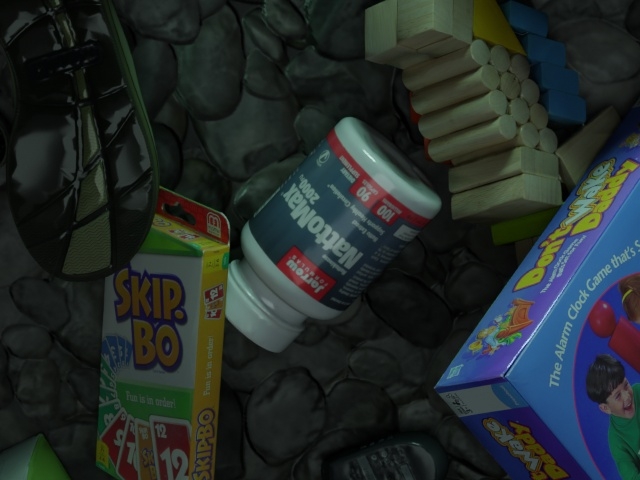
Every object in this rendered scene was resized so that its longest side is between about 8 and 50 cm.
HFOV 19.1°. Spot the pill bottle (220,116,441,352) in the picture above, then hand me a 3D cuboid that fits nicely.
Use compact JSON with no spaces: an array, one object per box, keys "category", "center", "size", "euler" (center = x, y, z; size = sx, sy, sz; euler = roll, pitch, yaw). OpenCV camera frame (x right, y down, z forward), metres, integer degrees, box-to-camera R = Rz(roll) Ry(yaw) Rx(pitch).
[{"category":"pill bottle","center":[0.000,0.000,1.516],"size":[0.108,0.108,0.180],"euler":[39,104,-13]}]

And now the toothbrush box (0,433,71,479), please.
[{"category":"toothbrush box","center":[-0.263,0.342,1.624],"size":[0.206,0.122,0.283],"euler":[-27,107,8]}]

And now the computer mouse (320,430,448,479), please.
[{"category":"computer mouse","center":[-0.003,0.221,1.636],"size":[0.242,0.041,0.071],"euler":[-19,100,13]}]

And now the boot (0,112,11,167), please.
[{"category":"boot","center":[-0.353,-0.017,1.466],"size":[0.236,0.178,0.085],"euler":[-29,107,8]}]

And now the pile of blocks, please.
[{"category":"pile of blocks","center":[0.148,-0.075,1.509],"size":[0.113,0.149,0.362],"euler":[-16,104,50]}]

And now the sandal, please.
[{"category":"sandal","center":[-0.190,-0.119,1.490],"size":[0.120,0.086,0.302],"euler":[-7,95,7]}]

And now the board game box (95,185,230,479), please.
[{"category":"board game box","center":[-0.129,0.087,1.544],"size":[0.039,0.124,0.259],"euler":[-10,114,-43]}]

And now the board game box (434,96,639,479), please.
[{"category":"board game box","center":[0.263,0.067,1.440],"size":[0.233,0.347,0.078],"euler":[50,146,-17]}]
